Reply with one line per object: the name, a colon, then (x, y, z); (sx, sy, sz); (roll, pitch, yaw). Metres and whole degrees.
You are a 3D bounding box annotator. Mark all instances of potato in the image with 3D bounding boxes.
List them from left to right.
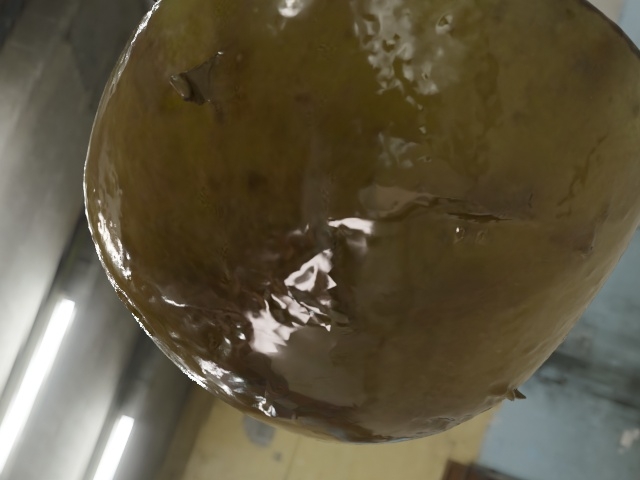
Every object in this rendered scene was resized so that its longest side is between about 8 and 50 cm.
potato: (0.000, 0.000, 0.621); (0.299, 0.239, 0.116); (-44, 14, 47)
